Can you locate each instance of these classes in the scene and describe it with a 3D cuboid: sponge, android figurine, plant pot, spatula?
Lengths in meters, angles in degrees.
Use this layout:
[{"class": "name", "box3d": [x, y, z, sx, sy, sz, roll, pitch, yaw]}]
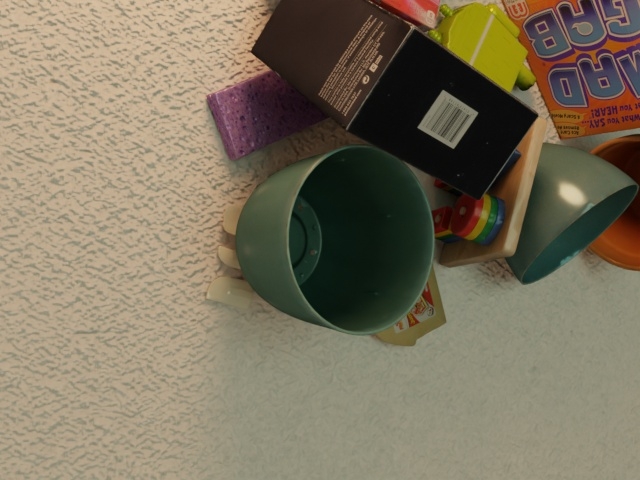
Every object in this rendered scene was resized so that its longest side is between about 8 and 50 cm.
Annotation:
[{"class": "sponge", "box3d": [-0.086, -0.231, 1.575, 0.210, 0.031, 0.117, -29, 105, -32]}, {"class": "android figurine", "box3d": [0.321, -0.361, 1.833, 0.273, 0.056, 0.248, 33, 72, -29]}, {"class": "plant pot", "box3d": [0.713, -0.101, 1.972, 0.203, 0.291, 0.291, -25, 103, -48]}, {"class": "spatula", "box3d": [-0.075, 0.044, 1.583, 0.242, 0.019, 0.168, 16, 79, -32]}, {"class": "plant pot", "box3d": [0.000, 0.000, 1.485, 0.293, 0.235, 0.293, 1, 89, -36]}, {"class": "plant pot", "box3d": [0.449, -0.080, 1.809, 0.290, 0.290, 0.195, -25, 66, -32]}]

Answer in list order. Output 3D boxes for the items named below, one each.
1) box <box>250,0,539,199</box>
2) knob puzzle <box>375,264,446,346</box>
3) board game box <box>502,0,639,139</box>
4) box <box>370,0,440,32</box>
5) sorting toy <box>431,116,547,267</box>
[{"class": "box", "box3d": [0.119, -0.256, 1.487, 0.343, 0.312, 0.179, 22, 107, -42]}, {"class": "knob puzzle", "box3d": [0.140, 0.108, 1.718, 0.213, 0.030, 0.213, 0, 89, -34]}, {"class": "board game box", "box3d": [0.667, -0.463, 1.885, 0.356, 0.356, 0.356, -36, 108, -29]}, {"class": "box", "box3d": [0.064, -0.486, 1.613, 0.300, 0.142, 0.154, 20, 79, -32]}, {"class": "sorting toy", "box3d": [0.288, -0.094, 1.698, 0.089, 0.255, 0.257, 20, 77, -15]}]
